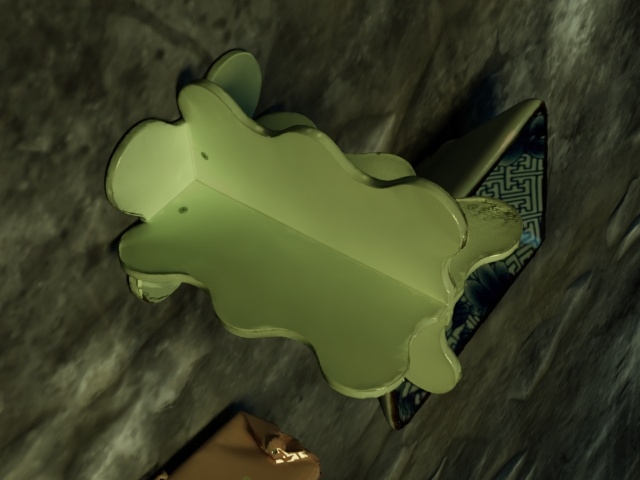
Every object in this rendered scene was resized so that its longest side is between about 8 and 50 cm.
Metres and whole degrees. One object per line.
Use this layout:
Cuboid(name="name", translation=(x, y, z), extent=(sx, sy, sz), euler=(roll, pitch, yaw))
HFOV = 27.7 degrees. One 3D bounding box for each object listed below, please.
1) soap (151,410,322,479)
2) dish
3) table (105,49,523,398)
Cuboid(name="soap", translation=(-0.105, 0.262, 0.912), extent=(0.273, 0.098, 0.218), euler=(-41, 145, -36))
Cuboid(name="dish", translation=(0.092, 0.008, 1.050), extent=(0.243, 0.080, 0.182), euler=(-50, 150, -28))
Cuboid(name="table", translation=(0.000, 0.000, 0.755), extent=(0.166, 0.198, 0.166), euler=(-41, 146, -37))
